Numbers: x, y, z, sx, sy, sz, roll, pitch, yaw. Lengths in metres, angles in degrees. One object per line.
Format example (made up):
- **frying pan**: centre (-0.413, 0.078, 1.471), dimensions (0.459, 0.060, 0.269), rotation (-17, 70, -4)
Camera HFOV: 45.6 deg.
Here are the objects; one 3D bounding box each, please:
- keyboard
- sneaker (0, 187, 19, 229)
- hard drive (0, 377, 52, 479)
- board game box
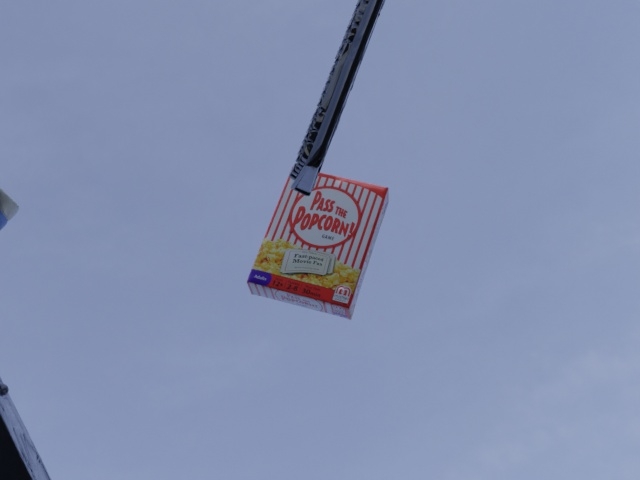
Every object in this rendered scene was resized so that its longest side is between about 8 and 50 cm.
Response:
- **keyboard**: centre (0.016, -0.123, 0.576), dimensions (0.023, 0.108, 0.180), rotation (22, -103, -1)
- **sneaker**: centre (-0.344, -0.037, 0.692), dimensions (0.085, 0.058, 0.152), rotation (-56, -19, -19)
- **hard drive**: centre (-0.331, 0.257, 0.833), dimensions (0.054, 0.172, 0.255), rotation (-27, -93, -19)
- **board game box**: centre (0.000, 0.000, 1.061), dimensions (0.146, 0.193, 0.045), rotation (13, -26, 13)
